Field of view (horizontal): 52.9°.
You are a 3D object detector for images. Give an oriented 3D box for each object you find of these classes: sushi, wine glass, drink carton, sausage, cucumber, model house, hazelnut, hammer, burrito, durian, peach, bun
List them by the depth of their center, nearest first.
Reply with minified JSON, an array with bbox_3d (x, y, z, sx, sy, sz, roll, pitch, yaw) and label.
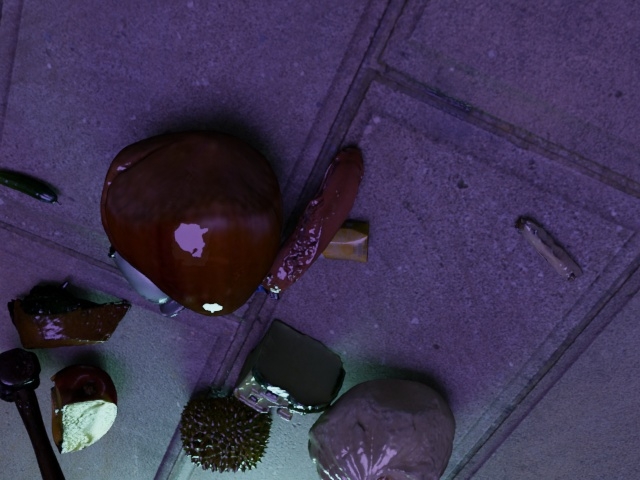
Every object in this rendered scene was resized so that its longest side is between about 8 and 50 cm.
[{"bbox_3d":[-0.229,-0.033,1.197,0.315,0.372,0.372,-20,125,-26],"label":"hazelnut"},{"bbox_3d":[-0.009,-0.032,1.245,0.087,0.079,0.326,37,96,20],"label":"sausage"},{"bbox_3d":[0.462,0.018,1.297,0.185,0.041,0.045,43,159,-19],"label":"burrito"},{"bbox_3d":[0.000,0.000,1.325,0.200,0.074,0.084,4,120,6],"label":"drink carton"},{"bbox_3d":[-0.621,-0.115,1.360,0.168,0.039,0.039,21,122,-3],"label":"cucumber"},{"bbox_3d":[-0.361,0.067,1.393,0.111,0.111,0.204,-25,119,21],"label":"wine glass"},{"bbox_3d":[-0.598,0.172,1.481,0.287,0.140,0.149,-7,157,12],"label":"sushi"},{"bbox_3d":[-0.083,0.338,1.485,0.214,0.195,0.189,31,128,-12],"label":"model house"},{"bbox_3d":[0.153,0.490,1.486,0.349,0.227,0.352,-16,132,0],"label":"bun"},{"bbox_3d":[-0.664,0.457,1.523,0.409,0.095,0.242,63,148,11],"label":"hammer"},{"bbox_3d":[-0.235,0.484,1.604,0.237,0.176,0.200,9,143,-11],"label":"durian"},{"bbox_3d":[-0.590,0.413,1.609,0.154,0.159,0.267,-5,134,-26],"label":"peach"}]

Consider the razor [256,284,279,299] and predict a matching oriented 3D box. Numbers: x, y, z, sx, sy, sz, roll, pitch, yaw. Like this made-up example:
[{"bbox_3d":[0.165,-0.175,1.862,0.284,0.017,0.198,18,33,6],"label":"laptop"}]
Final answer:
[{"bbox_3d":[-0.212,0.117,1.445,0.253,0.042,0.082,-15,97,17],"label":"razor"}]
